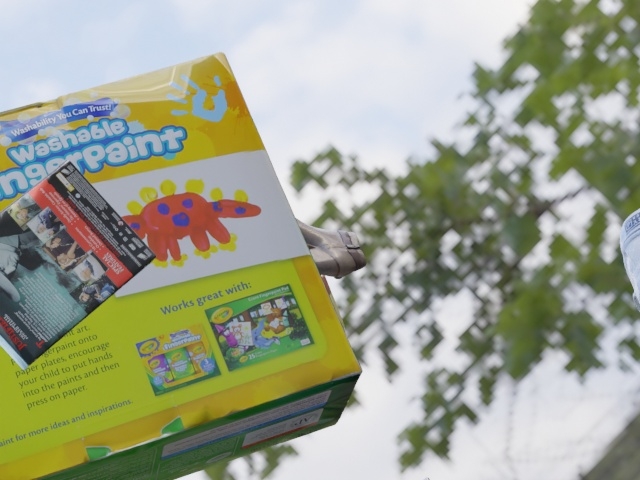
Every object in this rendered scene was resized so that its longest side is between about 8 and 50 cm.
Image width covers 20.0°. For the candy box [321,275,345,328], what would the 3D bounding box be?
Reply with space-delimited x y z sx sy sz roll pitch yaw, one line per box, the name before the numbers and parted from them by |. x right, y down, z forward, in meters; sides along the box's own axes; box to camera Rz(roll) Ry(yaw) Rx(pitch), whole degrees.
candy box | -0.141 0.150 2.390 0.316 0.087 0.183 -18 9 17

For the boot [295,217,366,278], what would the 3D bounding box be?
boot | 0.000 0.000 2.149 0.087 0.118 0.042 -7 -40 -25

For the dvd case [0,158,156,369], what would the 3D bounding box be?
dvd case | -0.173 0.014 1.146 0.119 0.087 0.013 -43 1 -34

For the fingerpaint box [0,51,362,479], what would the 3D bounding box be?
fingerpaint box | -0.241 0.060 1.743 0.445 0.371 0.163 -18 -21 -17

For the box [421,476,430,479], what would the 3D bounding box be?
box | 0.072 0.337 1.687 0.165 0.143 0.270 -31 0 1

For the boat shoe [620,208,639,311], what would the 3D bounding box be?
boat shoe | 0.431 0.128 1.898 0.136 0.156 0.367 -21 -52 24
